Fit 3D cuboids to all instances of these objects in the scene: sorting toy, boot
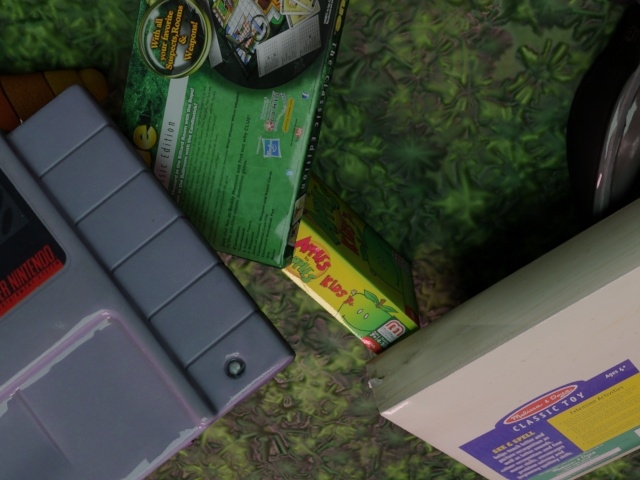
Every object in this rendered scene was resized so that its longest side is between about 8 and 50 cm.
[{"bbox_3d":[-0.163,0.011,0.655,0.126,0.127,0.366,-31,115,-8],"label":"sorting toy"},{"bbox_3d":[0.307,-0.110,0.568,0.228,0.091,0.263,7,118,-2],"label":"boot"}]

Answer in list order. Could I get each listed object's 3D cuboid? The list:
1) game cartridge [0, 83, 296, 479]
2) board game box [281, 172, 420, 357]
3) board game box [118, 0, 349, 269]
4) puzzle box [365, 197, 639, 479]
[{"bbox_3d":[-0.222,0.093,0.506,0.355,0.068,0.230,-39,88,-3],"label":"game cartridge"},{"bbox_3d":[0.000,0.000,0.637,0.043,0.092,0.181,-39,112,21],"label":"board game box"},{"bbox_3d":[-0.057,-0.123,0.536,0.136,0.030,0.260,15,100,10],"label":"board game box"},{"bbox_3d":[0.270,0.064,0.638,0.409,0.052,0.272,-33,136,18],"label":"puzzle box"}]
